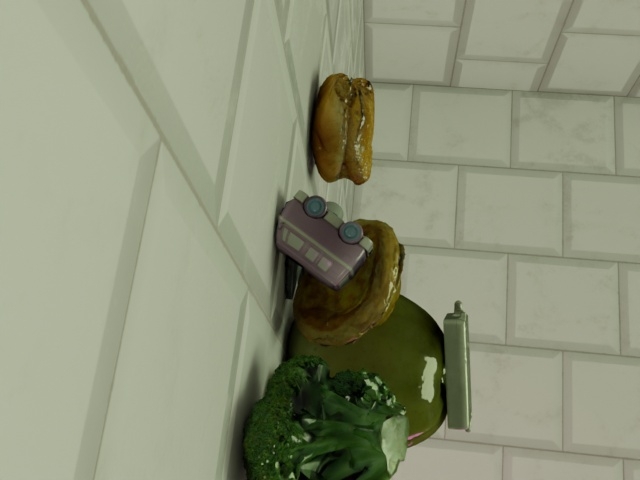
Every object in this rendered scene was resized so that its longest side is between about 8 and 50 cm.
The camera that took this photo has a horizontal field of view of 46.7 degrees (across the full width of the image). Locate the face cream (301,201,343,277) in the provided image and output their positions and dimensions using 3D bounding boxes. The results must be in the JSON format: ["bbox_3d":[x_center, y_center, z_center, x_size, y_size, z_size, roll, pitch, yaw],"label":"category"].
[{"bbox_3d":[-0.002,0.007,2.097,0.314,0.089,0.143,-71,178,-50],"label":"face cream"}]

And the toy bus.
[{"bbox_3d":[0.000,0.000,1.576,0.142,0.202,0.142,-53,169,-4],"label":"toy bus"}]

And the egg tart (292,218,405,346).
[{"bbox_3d":[0.081,0.104,1.711,0.341,0.129,0.341,-35,-140,36],"label":"egg tart"}]

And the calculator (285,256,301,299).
[{"bbox_3d":[-0.058,0.024,1.847,0.262,0.021,0.161,-73,167,-65],"label":"calculator"}]

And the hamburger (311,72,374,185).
[{"bbox_3d":[0.064,-0.313,2.056,0.290,0.170,0.314,-81,173,-61],"label":"hamburger"}]

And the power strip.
[{"bbox_3d":[0.348,0.320,1.878,0.098,0.058,0.339,-21,109,-72],"label":"power strip"}]

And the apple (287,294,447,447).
[{"bbox_3d":[0.120,0.339,1.948,0.473,0.473,0.474,5,90,-84],"label":"apple"}]

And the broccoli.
[{"bbox_3d":[0.008,0.400,1.383,0.413,0.310,0.321,14,97,-52],"label":"broccoli"}]
